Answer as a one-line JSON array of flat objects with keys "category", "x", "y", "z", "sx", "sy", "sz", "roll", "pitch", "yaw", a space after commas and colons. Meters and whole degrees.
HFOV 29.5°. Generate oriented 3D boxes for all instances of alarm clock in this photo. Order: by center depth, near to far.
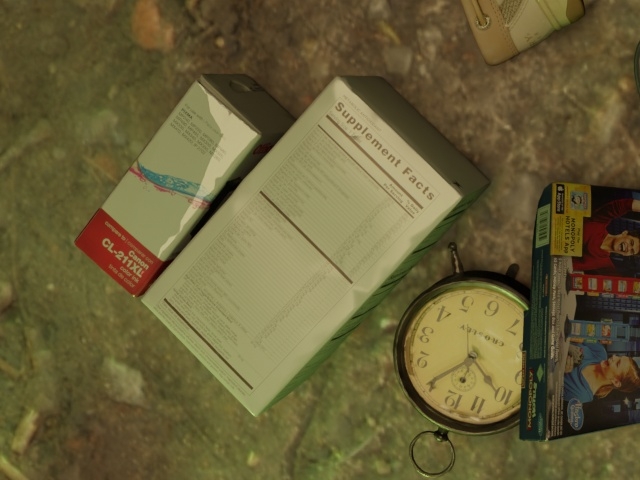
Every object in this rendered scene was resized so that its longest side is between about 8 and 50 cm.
[{"category": "alarm clock", "x": 0.121, "y": 0.108, "z": 0.998, "sx": 0.129, "sy": 0.064, "sz": 0.192, "roll": 25, "pitch": 100, "yaw": 12}]

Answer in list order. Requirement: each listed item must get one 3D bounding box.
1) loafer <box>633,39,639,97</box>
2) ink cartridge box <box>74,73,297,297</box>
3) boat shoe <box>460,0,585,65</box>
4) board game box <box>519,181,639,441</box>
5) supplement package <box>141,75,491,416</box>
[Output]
[{"category": "loafer", "x": 0.349, "y": -0.045, "z": 0.903, "sx": 0.109, "sy": 0.095, "sz": 0.302, "roll": -44, "pitch": 80, "yaw": 20}, {"category": "ink cartridge box", "x": -0.106, "y": -0.048, "z": 1.012, "sx": 0.072, "sy": 0.127, "sz": 0.175, "roll": 42, "pitch": 106, "yaw": 7}, {"category": "boat shoe", "x": 0.089, "y": -0.280, "z": 0.938, "sx": 0.098, "sy": 0.109, "sz": 0.302, "roll": -31, "pitch": 93, "yaw": 17}, {"category": "board game box", "x": 0.256, "y": 0.063, "z": 0.932, "sx": 0.194, "sy": 0.060, "sz": 0.194, "roll": 6, "pitch": 81, "yaw": -10}, {"category": "supplement package", "x": 0.000, "y": 0.000, "z": 0.983, "sx": 0.139, "sy": 0.134, "sz": 0.244, "roll": 45, "pitch": 107, "yaw": 7}]
